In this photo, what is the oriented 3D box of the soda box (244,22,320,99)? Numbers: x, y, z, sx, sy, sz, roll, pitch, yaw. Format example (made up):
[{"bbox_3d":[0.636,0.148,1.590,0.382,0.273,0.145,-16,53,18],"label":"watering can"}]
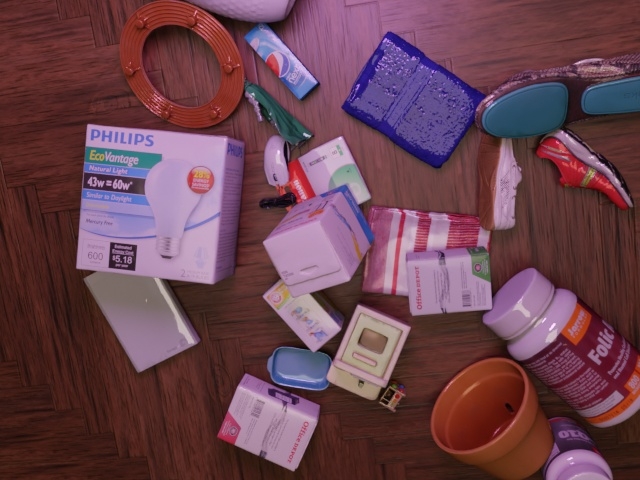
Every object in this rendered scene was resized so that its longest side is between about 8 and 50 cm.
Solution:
[{"bbox_3d":[-0.096,-0.457,1.750,0.067,0.071,0.210,-42,94,11],"label":"soda box"}]

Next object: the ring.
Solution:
[{"bbox_3d":[-0.353,-0.431,1.726,0.337,0.032,0.336,10,128,13],"label":"ring"}]

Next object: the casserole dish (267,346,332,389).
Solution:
[{"bbox_3d":[-0.052,0.351,1.910,0.188,0.037,0.114,8,101,4],"label":"casserole dish"}]

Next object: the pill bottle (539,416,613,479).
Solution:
[{"bbox_3d":[0.645,0.581,1.755,0.161,0.283,0.161,1,100,5],"label":"pill bottle"}]

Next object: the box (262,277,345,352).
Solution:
[{"bbox_3d":[-0.042,0.178,1.837,0.103,0.114,0.203,-41,94,12],"label":"box"}]

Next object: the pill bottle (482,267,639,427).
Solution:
[{"bbox_3d":[0.618,0.263,1.731,0.392,0.224,0.224,40,102,-3],"label":"pill bottle"}]

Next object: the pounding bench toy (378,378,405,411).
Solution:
[{"bbox_3d":[0.185,0.415,1.889,0.083,0.052,0.065,30,102,0],"label":"pounding bench toy"}]

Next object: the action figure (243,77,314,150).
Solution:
[{"bbox_3d":[-0.128,-0.330,1.765,0.232,0.137,0.063,48,114,5],"label":"action figure"}]

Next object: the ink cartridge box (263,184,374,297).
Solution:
[{"bbox_3d":[0.000,0.000,1.710,0.171,0.232,0.168,-20,108,27],"label":"ink cartridge box"}]

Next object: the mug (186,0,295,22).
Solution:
[{"bbox_3d":[-0.185,-0.709,1.636,0.328,0.276,0.374,24,72,-4],"label":"mug"}]

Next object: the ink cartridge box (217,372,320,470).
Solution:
[{"bbox_3d":[-0.140,0.504,1.914,0.237,0.100,0.172,23,102,2],"label":"ink cartridge box"}]

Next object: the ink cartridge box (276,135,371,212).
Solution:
[{"bbox_3d":[-0.003,-0.147,1.808,0.225,0.056,0.181,-25,96,8],"label":"ink cartridge box"}]

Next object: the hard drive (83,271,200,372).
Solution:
[{"bbox_3d":[-0.499,0.193,1.926,0.203,0.040,0.307,-27,96,10],"label":"hard drive"}]

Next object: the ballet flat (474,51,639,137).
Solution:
[{"bbox_3d":[0.588,-0.358,1.649,0.483,0.182,0.164,-11,131,0],"label":"ballet flat"}]

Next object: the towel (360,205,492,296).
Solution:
[{"bbox_3d":[0.280,0.040,1.821,0.329,0.037,0.237,6,102,5],"label":"towel"}]

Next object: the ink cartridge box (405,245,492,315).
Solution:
[{"bbox_3d":[0.327,0.103,1.770,0.209,0.087,0.153,-5,104,5],"label":"ink cartridge box"}]

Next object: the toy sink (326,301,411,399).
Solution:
[{"bbox_3d":[0.122,0.300,1.812,0.153,0.131,0.234,24,91,4],"label":"toy sink"}]

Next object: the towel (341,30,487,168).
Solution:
[{"bbox_3d":[0.236,-0.351,1.741,0.308,0.076,0.227,33,109,-1],"label":"towel"}]

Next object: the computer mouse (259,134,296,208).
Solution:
[{"bbox_3d":[-0.119,-0.179,1.804,0.106,0.042,0.193,0,99,27],"label":"computer mouse"}]

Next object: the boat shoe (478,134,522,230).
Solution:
[{"bbox_3d":[0.461,-0.164,1.743,0.096,0.098,0.277,0,99,-17],"label":"boat shoe"}]

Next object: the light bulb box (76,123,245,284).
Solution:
[{"bbox_3d":[-0.396,-0.095,1.750,0.358,0.225,0.361,5,94,5],"label":"light bulb box"}]

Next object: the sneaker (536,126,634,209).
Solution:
[{"bbox_3d":[0.661,-0.167,1.728,0.279,0.107,0.118,42,119,1],"label":"sneaker"}]

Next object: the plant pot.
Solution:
[{"bbox_3d":[0.460,0.479,1.773,0.291,0.291,0.203,-40,110,11],"label":"plant pot"}]
